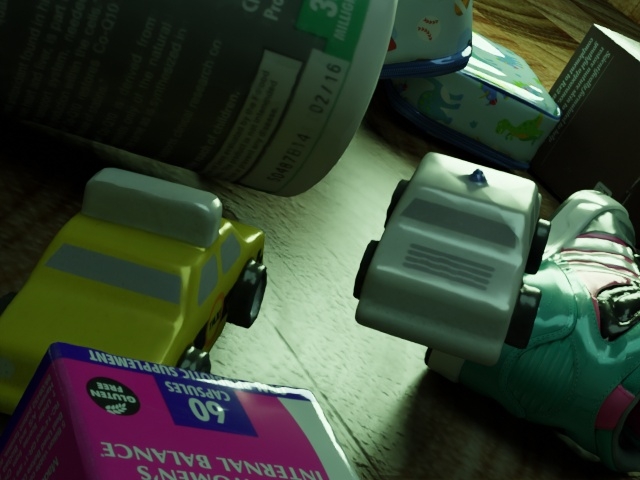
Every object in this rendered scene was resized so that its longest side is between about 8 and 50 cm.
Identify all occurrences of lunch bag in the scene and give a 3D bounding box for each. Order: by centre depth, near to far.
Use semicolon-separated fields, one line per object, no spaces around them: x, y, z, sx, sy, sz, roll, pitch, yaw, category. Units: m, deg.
0.015;-0.235;1.166;0.243;0.115;0.303;-6;25;1;lunch bag
0.146;-0.169;1.304;0.176;0.090;0.219;23;23;-20;lunch bag

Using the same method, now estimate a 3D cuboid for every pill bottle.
-0.150;-0.169;0.763;0.361;0.204;0.204;16;25;-18;pill bottle

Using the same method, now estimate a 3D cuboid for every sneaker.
0.210;0.061;0.840;0.178;0.123;0.295;33;29;19;sneaker

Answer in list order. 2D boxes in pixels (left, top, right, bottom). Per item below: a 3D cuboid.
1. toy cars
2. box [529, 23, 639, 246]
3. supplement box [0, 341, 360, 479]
0.000;0.000;0.645;0.394;0.087;0.176;-9;34;-35;toy cars
0.357;-0.100;1.317;0.203;0.168;0.167;12;29;-39;box
-0.033;0.147;0.373;0.111;0.114;0.220;15;28;-35;supplement box
